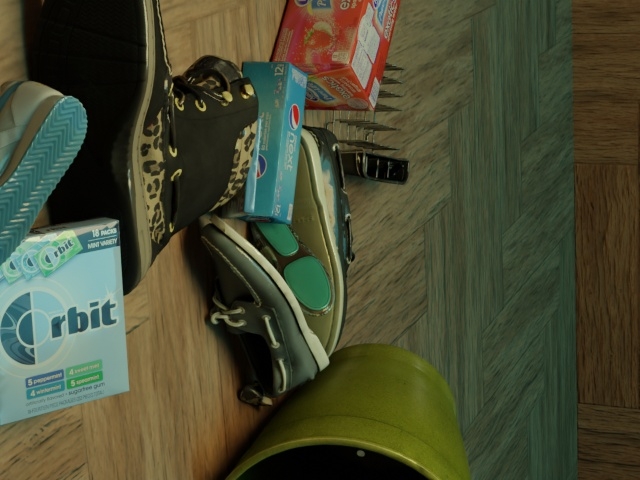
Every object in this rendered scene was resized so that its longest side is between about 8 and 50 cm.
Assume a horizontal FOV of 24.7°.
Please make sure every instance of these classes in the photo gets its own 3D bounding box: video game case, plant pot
[{"bbox_3d":[-0.102,-0.090,1.851,0.166,0.015,0.119,173,-79,-77],"label":"video game case"},{"bbox_3d":[0.056,0.330,2.047,0.353,0.366,0.367,-70,155,-61],"label":"plant pot"}]

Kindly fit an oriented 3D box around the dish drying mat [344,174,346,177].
[{"bbox_3d":[0.023,-0.091,2.275,0.083,0.008,0.032,-63,147,-42],"label":"dish drying mat"}]

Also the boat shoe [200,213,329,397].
[{"bbox_3d":[-0.087,0.095,1.907,0.099,0.116,0.319,-40,136,-10],"label":"boat shoe"}]

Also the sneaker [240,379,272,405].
[{"bbox_3d":[-0.090,0.208,2.030,0.083,0.031,0.035,50,38,-67],"label":"sneaker"}]

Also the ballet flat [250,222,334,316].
[{"bbox_3d":[-0.036,0.039,1.984,0.188,0.070,0.070,61,6,31],"label":"ballet flat"}]

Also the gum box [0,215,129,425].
[{"bbox_3d":[-0.272,0.079,1.479,0.157,0.041,0.184,-11,105,-40],"label":"gum box"}]

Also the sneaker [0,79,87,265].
[{"bbox_3d":[-0.318,-0.051,1.382,0.229,0.092,0.087,-55,149,-19],"label":"sneaker"}]

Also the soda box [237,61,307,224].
[{"bbox_3d":[-0.071,-0.131,1.964,0.067,0.071,0.210,24,71,-67],"label":"soda box"}]

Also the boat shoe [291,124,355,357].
[{"bbox_3d":[-0.003,-0.001,2.077,0.113,0.127,0.340,-22,104,-52],"label":"boat shoe"}]

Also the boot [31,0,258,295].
[{"bbox_3d":[-0.180,-0.156,1.617,0.284,0.138,0.378,-39,132,-59],"label":"boot"}]

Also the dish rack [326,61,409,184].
[{"bbox_3d":[0.077,-0.227,2.300,0.208,0.074,0.272,3,89,-69],"label":"dish rack"}]

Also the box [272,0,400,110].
[{"bbox_3d":[0.031,-0.326,2.113,0.128,0.122,0.257,55,44,-57],"label":"box"}]
